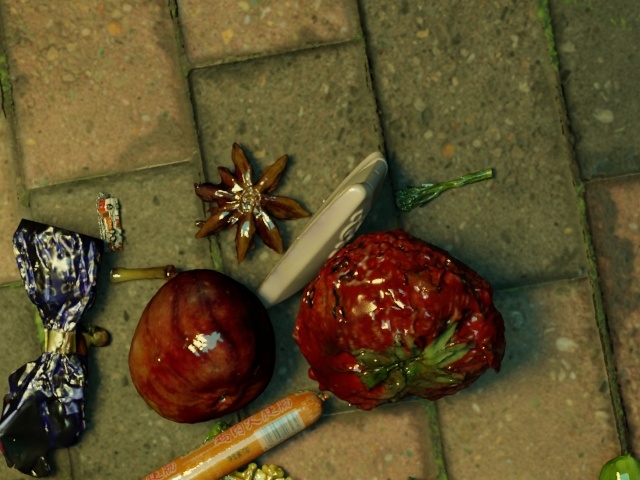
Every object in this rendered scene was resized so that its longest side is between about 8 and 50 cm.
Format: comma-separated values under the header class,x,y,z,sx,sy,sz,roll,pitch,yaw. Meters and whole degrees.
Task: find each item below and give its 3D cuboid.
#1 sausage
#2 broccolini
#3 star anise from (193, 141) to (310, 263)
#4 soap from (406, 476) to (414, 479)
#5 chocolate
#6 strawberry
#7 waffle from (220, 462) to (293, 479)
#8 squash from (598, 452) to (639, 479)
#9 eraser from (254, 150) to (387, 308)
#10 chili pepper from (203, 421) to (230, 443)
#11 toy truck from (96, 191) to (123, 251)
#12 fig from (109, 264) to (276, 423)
class,x,y,z,sx,sy,sz,roll,pitch,yaw
sausage,-0.141,0.288,1.587,0.347,0.053,0.053,-30,85,-6
broccolini,0.169,-0.068,1.639,0.140,0.030,0.035,-14,94,-3
star anise,-0.095,-0.051,1.631,0.167,0.057,0.168,0,87,4
soap,0.176,0.392,1.559,0.198,0.114,0.063,37,88,3
chocolate,-0.347,0.147,1.604,0.148,0.126,0.343,5,89,-38
strawberry,0.095,0.090,1.525,0.274,0.274,0.220,-5,51,2
waffle,-0.091,0.384,1.609,0.191,0.038,0.191,0,85,3
squash,0.409,0.420,1.562,0.082,0.082,0.293,-9,84,2
eraser,0.001,0.001,1.576,0.059,0.204,0.243,38,110,-2
chili pepper,-0.150,0.282,1.627,0.091,0.034,0.030,-49,51,0
toy truck,-0.289,-0.026,1.655,0.032,0.024,0.083,-8,88,31
fig,-0.157,0.105,1.576,0.186,0.204,0.249,4,51,-25
